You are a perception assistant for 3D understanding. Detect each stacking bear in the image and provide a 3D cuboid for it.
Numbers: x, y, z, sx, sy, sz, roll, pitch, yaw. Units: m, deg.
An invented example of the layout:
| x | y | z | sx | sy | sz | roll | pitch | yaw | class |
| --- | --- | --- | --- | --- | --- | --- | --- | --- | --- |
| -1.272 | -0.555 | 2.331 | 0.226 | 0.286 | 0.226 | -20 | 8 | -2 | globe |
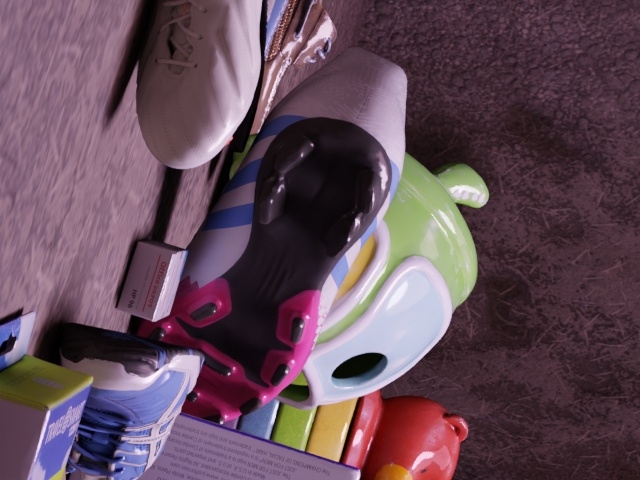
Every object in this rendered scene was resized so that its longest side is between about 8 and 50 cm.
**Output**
| x | y | z | sx | sy | sz | roll | pitch | yaw | class |
| --- | --- | --- | --- | --- | --- | --- | --- | --- | --- |
| -0.001 | 0.184 | 1.840 | 0.164 | 0.289 | 0.175 | -69 | 176 | -61 | stacking bear |

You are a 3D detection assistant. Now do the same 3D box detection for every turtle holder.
| x | y | z | sx | sy | sz | roll | pitch | yaw | class |
| --- | --- | --- | --- | --- | --- | --- | --- | --- | --- |
| 0.014 | 0.013 | 1.640 | 0.227 | 0.243 | 0.320 | -54 | 179 | -24 | turtle holder |

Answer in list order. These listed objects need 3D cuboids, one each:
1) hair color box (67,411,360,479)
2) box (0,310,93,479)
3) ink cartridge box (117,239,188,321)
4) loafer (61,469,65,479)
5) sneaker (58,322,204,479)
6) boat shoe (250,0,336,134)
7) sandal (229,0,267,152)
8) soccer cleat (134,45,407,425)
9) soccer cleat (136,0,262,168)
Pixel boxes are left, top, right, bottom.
| x | y | z | sx | sy | sz | roll | pitch | yaw | class |
| --- | --- | --- | --- | --- | --- | --- | --- | --- | --- |
| -0.109 | 0.288 | 1.220 | 0.110 | 0.185 | 0.338 | 104 | 3 | -79 | hair color box |
| -0.149 | 0.126 | 0.828 | 0.109 | 0.042 | 0.178 | -51 | 159 | -86 | box |
| -0.111 | 0.026 | 1.212 | 0.083 | 0.028 | 0.048 | -19 | 126 | -88 | ink cartridge box |
| -0.144 | 0.138 | 0.927 | 0.056 | 0.050 | 0.148 | -57 | 164 | -83 | loafer |
| -0.112 | 0.097 | 1.041 | 0.211 | 0.080 | 0.081 | 93 | 11 | -77 | sneaker |
| -0.022 | -0.159 | 1.343 | 0.066 | 0.066 | 0.183 | -125 | -131 | -65 | boat shoe |
| -0.060 | -0.137 | 1.259 | 0.067 | 0.040 | 0.179 | 114 | -20 | -59 | sandal |
| -0.028 | 0.003 | 1.295 | 0.331 | 0.116 | 0.143 | -54 | -171 | 40 | soccer cleat |
| -0.057 | -0.135 | 0.962 | 0.076 | 0.068 | 0.196 | 55 | 49 | -68 | soccer cleat |
